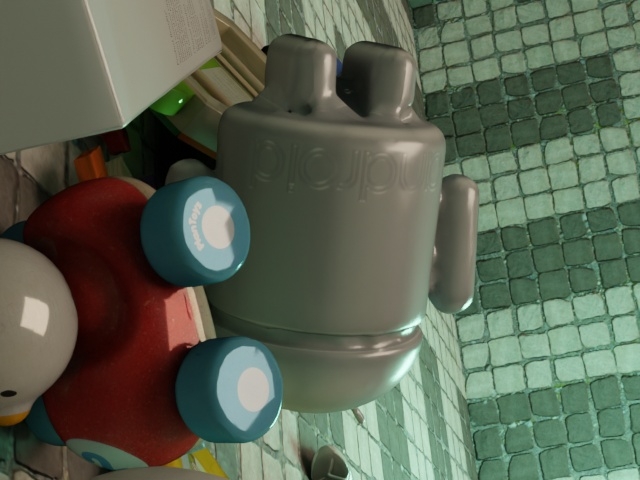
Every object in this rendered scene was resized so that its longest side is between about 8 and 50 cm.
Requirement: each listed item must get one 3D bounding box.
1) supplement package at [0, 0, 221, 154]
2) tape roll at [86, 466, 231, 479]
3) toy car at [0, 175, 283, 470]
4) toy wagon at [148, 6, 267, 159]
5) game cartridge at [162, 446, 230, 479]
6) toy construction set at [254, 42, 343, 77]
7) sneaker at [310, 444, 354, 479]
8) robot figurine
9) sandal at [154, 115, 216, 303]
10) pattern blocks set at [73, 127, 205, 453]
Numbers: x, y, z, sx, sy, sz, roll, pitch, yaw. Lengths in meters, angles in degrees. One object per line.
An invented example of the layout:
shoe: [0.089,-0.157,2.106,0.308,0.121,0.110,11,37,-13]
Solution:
supplement package: [-0.210,-0.179,0.809,0.263,0.198,0.199,-65,142,-69]
tape roll: [-0.108,0.286,0.734,0.169,0.246,0.246,-68,144,-68]
toy car: [-0.191,0.072,0.798,0.238,0.219,0.210,-15,94,-48]
toy wagon: [-0.129,-0.172,1.196,0.267,0.068,0.344,46,20,5]
game cartridge: [-0.085,0.322,1.048,0.285,0.052,0.324,64,2,-45]
toy construction set: [-0.029,-0.068,1.540,0.237,0.257,0.309,-48,120,-19]
sneaker: [0.016,0.321,1.672,0.152,0.053,0.061,72,4,-50]
robot figurine: [0.000,0.000,1.058,0.200,0.299,0.354,-134,-132,-72]
sandal: [-0.101,-0.051,1.263,0.168,0.107,0.446,62,14,-52]
pattern blocks set: [-0.164,0.022,1.103,0.325,0.026,0.285,-104,174,-53]
